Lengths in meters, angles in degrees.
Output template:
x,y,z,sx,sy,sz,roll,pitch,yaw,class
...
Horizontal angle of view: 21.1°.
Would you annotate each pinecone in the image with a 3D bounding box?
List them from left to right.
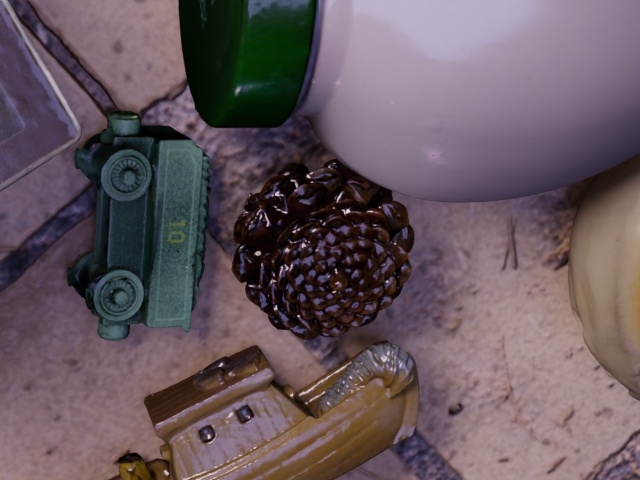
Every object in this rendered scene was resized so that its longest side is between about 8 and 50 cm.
x,y,z,sx,sy,sz,roll,pitch,yaw,class
-0.001,0.001,1.284,0.140,0.121,0.140,-8,112,-20,pinecone

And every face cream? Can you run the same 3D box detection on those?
x,y,z,sx,sy,sz,roll,pitch,yaw,class
0.093,-0.182,1.200,0.357,0.219,0.313,-1,103,-17,face cream

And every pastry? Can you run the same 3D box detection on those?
x,y,z,sx,sy,sz,roll,pitch,yaw,class
0.319,0.011,1.385,0.264,0.133,0.265,-6,110,-16,pastry

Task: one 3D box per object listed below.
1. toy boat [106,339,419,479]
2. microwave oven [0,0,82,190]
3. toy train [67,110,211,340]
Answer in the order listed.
x,y,z,sx,sy,sz,roll,pitch,yaw,class
-0.075,0.157,1.331,0.321,0.089,0.121,-25,107,-7,toy boat
-0.377,-0.194,0.967,0.236,0.374,0.432,-34,111,-15,microwave oven
-0.131,-0.010,1.270,0.099,0.070,0.172,-1,107,-25,toy train
